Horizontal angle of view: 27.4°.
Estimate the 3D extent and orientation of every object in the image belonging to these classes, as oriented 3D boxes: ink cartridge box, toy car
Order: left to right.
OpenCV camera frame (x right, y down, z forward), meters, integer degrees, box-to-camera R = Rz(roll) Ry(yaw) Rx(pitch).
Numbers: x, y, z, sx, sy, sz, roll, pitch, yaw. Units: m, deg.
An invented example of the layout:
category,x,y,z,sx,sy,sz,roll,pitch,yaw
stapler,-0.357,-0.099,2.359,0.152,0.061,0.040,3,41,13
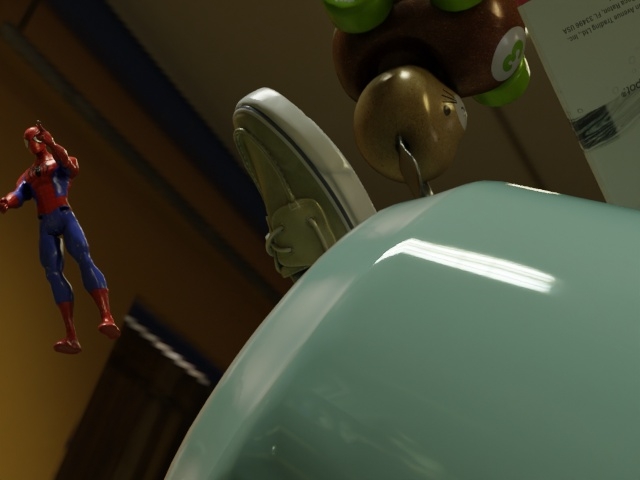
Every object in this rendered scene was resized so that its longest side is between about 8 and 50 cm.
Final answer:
category,x,y,z,sx,sy,sz,roll,pitch,yaw
toy car,0.083,-0.096,0.965,0.149,0.188,0.155,-10,-31,17
ink cartridge box,0.226,-0.116,0.772,0.172,0.237,0.100,-25,2,20

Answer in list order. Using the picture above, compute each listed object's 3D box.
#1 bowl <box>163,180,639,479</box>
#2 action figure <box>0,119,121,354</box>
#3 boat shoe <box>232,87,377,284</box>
category,x,y,z,sx,sy,sz,roll,pitch,yaw
bowl,0.051,0.102,0.480,0.163,0.311,0.311,33,-18,17
action figure,-0.317,-0.021,1.516,0.091,0.280,0.139,-22,-22,8
boat shoe,0.000,0.000,1.220,0.302,0.094,0.109,56,-23,-1
